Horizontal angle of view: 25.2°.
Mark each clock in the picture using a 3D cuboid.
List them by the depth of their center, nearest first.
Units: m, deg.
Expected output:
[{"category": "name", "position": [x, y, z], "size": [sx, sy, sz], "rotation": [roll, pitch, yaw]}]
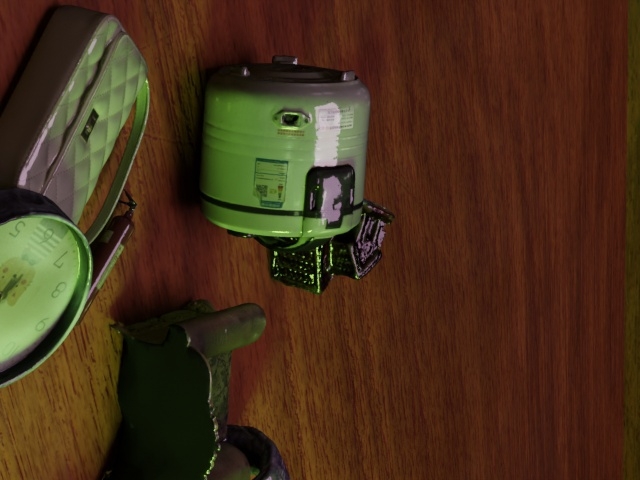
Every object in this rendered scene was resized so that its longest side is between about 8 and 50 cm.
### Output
[{"category": "clock", "position": [-0.332, 0.056, 1.459], "size": [0.226, 0.049, 0.226], "rotation": [-32, 140, -32]}]

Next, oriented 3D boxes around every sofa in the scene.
[{"category": "sofa", "position": [-0.149, 0.210, 1.795], "size": [0.200, 0.182, 0.258], "rotation": [-14, 113, -60]}]

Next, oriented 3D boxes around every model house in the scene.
[{"category": "model house", "position": [0.007, 0.002, 2.051], "size": [0.106, 0.165, 0.152], "rotation": [42, 64, -77]}]

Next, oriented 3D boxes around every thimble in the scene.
[{"category": "thimble", "position": [-0.114, 0.333, 1.946], "size": [0.150, 0.150, 0.098], "rotation": [-57, 144, -33]}]

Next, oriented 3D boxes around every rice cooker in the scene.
[{"category": "rice cooker", "position": [-0.042, -0.106, 1.819], "size": [0.226, 0.226, 0.244], "rotation": [-14, 113, -59]}]

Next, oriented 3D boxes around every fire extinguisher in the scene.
[{"category": "fire extinguisher", "position": [-0.253, 0.024, 1.684], "size": [0.173, 0.035, 0.049], "rotation": [-63, 145, -20]}]

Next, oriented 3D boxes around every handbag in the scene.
[{"category": "handbag", "position": [-0.260, -0.111, 1.574], "size": [0.256, 0.079, 0.219], "rotation": [-67, 154, -16]}]
